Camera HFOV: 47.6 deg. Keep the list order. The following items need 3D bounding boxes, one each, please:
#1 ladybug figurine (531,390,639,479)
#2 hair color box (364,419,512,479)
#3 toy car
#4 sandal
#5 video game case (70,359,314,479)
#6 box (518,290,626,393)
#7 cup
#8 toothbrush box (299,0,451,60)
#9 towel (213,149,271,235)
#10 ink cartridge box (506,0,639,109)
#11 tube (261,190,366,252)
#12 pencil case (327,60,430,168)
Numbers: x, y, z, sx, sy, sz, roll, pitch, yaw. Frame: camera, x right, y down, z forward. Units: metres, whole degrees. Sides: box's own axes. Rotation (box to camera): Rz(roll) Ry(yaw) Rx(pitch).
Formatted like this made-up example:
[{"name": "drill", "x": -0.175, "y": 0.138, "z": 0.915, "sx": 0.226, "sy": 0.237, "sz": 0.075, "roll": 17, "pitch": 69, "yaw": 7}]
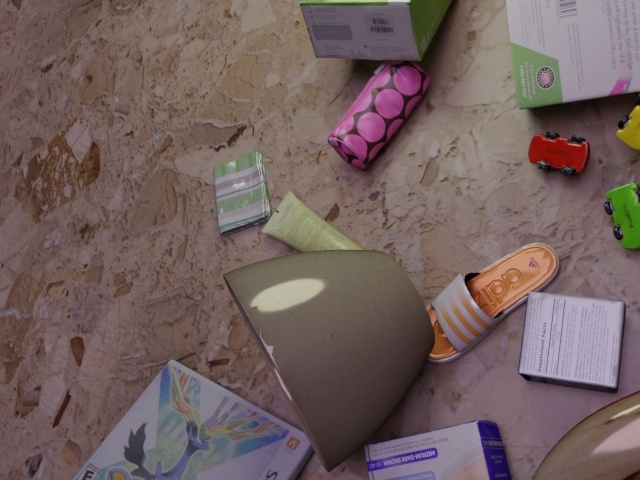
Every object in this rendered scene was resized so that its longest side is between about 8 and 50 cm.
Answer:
[{"name": "ladybug figurine", "x": 0.472, "y": 0.301, "z": 0.895, "sx": 0.449, "sy": 0.162, "sz": 0.305, "roll": -19, "pitch": 98, "yaw": 15}, {"name": "hair color box", "x": 0.190, "y": 0.442, "z": 1.022, "sx": 0.185, "sy": 0.110, "sz": 0.339, "roll": -20, "pitch": 67, "yaw": 24}, {"name": "toy car", "x": 0.457, "y": -0.095, "z": 1.111, "sx": 0.239, "sy": 0.053, "sz": 0.225, "roll": -23, "pitch": 76, "yaw": 39}, {"name": "sandal", "x": 0.251, "y": 0.085, "z": 1.141, "sx": 0.265, "sy": 0.076, "sz": 0.102, "roll": -40, "pitch": 62, "yaw": 8}, {"name": "video game case", "x": -0.220, "y": 0.382, "z": 1.205, "sx": 0.329, "sy": 0.036, "sz": 0.300, "roll": 21, "pitch": 58, "yaw": 28}, {"name": "box", "x": 0.371, "y": 0.150, "z": 1.070, "sx": 0.137, "sy": 0.072, "sz": 0.126, "roll": 5, "pitch": 75, "yaw": 24}, {"name": "cup", "x": 0.032, "y": 0.145, "z": 1.108, "sx": 0.237, "sy": 0.331, "sz": 0.331, "roll": -27, "pitch": 62, "yaw": -10}, {"name": "toothbrush box", "x": 0.119, "y": -0.455, "z": 1.300, "sx": 0.206, "sy": 0.122, "sz": 0.283, "roll": 10, "pitch": 52, "yaw": 27}, {"name": "towel", "x": -0.157, "y": -0.094, "z": 1.409, "sx": 0.113, "sy": 0.023, "sz": 0.152, "roll": -17, "pitch": 67, "yaw": 17}, {"name": "ink cartridge box", "x": 0.478, "y": -0.332, "z": 1.116, "sx": 0.353, "sy": 0.119, "sz": 0.207, "roll": -5, "pitch": 101, "yaw": 22}, {"name": "tube", "x": 0.000, "y": 0.000, "z": 1.294, "sx": 0.240, "sy": 0.062, "sz": 0.070, "roll": 33, "pitch": 47, "yaw": 32}, {"name": "pencil case", "x": 0.099, "y": -0.234, "z": 1.302, "sx": 0.095, "sy": 0.098, "sz": 0.209, "roll": 33, "pitch": 87, "yaw": 47}]
